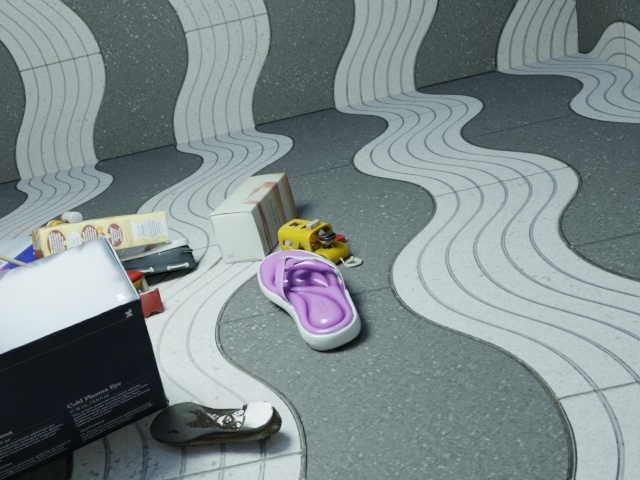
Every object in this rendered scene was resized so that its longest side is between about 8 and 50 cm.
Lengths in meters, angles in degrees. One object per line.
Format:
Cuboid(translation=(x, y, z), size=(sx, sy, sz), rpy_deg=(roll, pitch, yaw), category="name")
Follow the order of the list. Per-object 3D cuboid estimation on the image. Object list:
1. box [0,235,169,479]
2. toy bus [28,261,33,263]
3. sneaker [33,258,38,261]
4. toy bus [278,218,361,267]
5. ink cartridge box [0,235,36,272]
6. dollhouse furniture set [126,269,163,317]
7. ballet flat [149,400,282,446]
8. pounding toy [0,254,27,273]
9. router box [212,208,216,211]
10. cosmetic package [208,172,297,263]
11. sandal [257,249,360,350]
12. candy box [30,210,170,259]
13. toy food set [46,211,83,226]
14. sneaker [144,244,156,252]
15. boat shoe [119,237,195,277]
Cuboid(translation=(-0.469, 0.208, 1.189), size=(0.344, 0.312, 0.179), rpy_deg=(-22, 49, -23), category="box")
Cuboid(translation=(-0.713, 0.136, 1.797), size=(0.108, 0.130, 0.332), rpy_deg=(-8, 22, 8), category="toy bus")
Cuboid(translation=(-0.808, 0.055, 2.090), size=(0.106, 0.101, 0.267), rpy_deg=(-19, 22, -8), category="sneaker")
Cuboid(translation=(-0.012, 0.001, 1.756), size=(0.202, 0.104, 0.191), rpy_deg=(-13, 22, 2), category="toy bus")
Cuboid(translation=(-1.001, 0.077, 2.191), size=(0.331, 0.071, 0.324), rpy_deg=(-10, 22, 12), category="ink cartridge box")
Cuboid(translation=(-0.523, 0.156, 1.610), size=(0.201, 0.152, 0.374), rpy_deg=(3, 28, 36), category="dollhouse furniture set")
Cuboid(translation=(-0.176, 0.314, 1.178), size=(0.250, 0.058, 0.084), rpy_deg=(-11, 43, 22), category="ballet flat")
Cuboid(translation=(-0.826, 0.118, 1.806), size=(0.181, 0.205, 0.094), rpy_deg=(-24, 24, -25), category="pounding toy")
Cuboid(translation=(-0.267, -0.095, 2.219), size=(0.123, 0.038, 0.092), rpy_deg=(3, 28, 34), category="router box")
Cuboid(translation=(-0.180, -0.069, 1.962), size=(0.129, 0.153, 0.296), rpy_deg=(-6, 24, 20), category="cosmetic package")
Cuboid(translation=(-0.026, 0.089, 1.514), size=(0.170, 0.102, 0.416), rpy_deg=(-23, 30, -16), category="sandal")
Cuboid(translation=(-0.577, -0.014, 1.830), size=(0.317, 0.087, 0.183), rpy_deg=(-10, 5, -29), category="candy box")
Cuboid(translation=(-0.685, -0.008, 1.994), size=(0.105, 0.232, 0.111), rpy_deg=(6, 66, 41), category="toy food set")
Cuboid(translation=(-0.466, 0.049, 1.976), size=(0.070, 0.050, 0.134), rpy_deg=(-9, 26, 6), category="sneaker")
Cuboid(translation=(-0.484, 0.078, 1.855), size=(0.303, 0.091, 0.114), rpy_deg=(-19, -1, -6), category="boat shoe")
